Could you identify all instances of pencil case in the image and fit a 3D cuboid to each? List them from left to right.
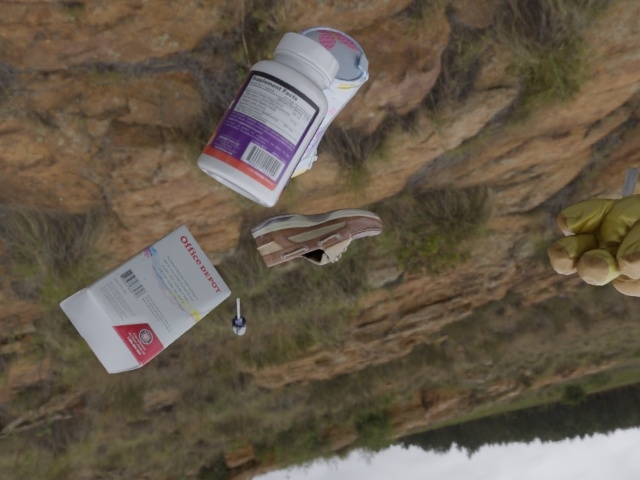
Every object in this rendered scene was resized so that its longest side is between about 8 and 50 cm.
[{"bbox_3d":[-0.028,-0.214,0.983,0.113,0.124,0.273,-59,-176,-38],"label":"pencil case"}]

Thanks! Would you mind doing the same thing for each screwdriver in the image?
[{"bbox_3d":[-0.118,0.104,0.861,0.024,0.025,0.170,-27,158,-17],"label":"screwdriver"}]

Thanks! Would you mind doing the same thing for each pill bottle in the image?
[{"bbox_3d":[-0.057,-0.147,0.732,0.108,0.193,0.108,29,175,3],"label":"pill bottle"}]

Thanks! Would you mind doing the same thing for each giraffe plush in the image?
[{"bbox_3d":[0.495,0.016,0.978,0.181,0.210,0.170,20,156,53],"label":"giraffe plush"}]

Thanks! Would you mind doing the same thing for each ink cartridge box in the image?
[{"bbox_3d":[-0.249,0.084,0.871,0.127,0.128,0.176,-23,-168,49],"label":"ink cartridge box"}]

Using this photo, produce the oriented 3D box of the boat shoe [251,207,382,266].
[{"bbox_3d":[0.000,0.000,1.357,0.324,0.116,0.123,-7,170,-28],"label":"boat shoe"}]
